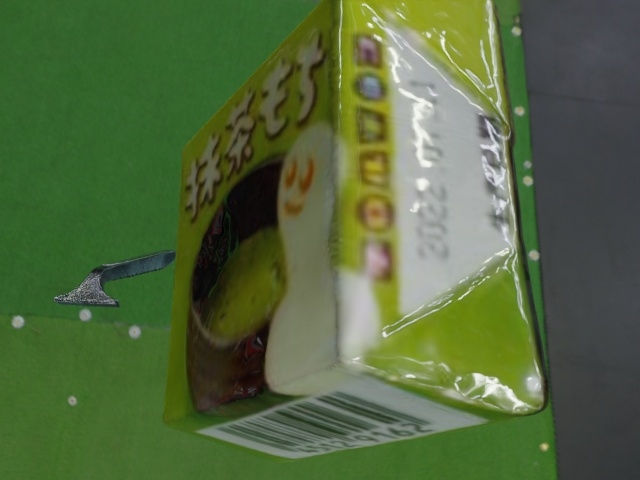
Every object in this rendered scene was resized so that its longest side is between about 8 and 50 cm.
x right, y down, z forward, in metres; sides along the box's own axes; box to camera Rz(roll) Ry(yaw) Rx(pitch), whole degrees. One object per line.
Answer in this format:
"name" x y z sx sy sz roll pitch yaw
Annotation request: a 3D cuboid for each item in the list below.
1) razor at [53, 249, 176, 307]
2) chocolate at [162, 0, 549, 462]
"razor" -0.195 0.030 0.798 0.066 0.190 0.033 2 101 14
"chocolate" 0.000 0.000 0.563 0.137 0.300 0.289 14 64 -30
